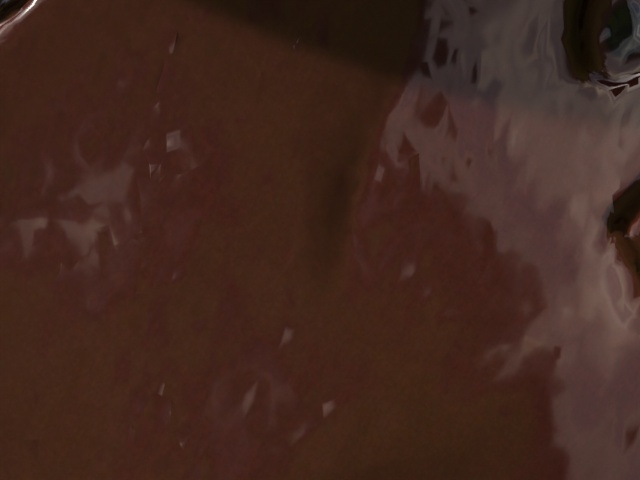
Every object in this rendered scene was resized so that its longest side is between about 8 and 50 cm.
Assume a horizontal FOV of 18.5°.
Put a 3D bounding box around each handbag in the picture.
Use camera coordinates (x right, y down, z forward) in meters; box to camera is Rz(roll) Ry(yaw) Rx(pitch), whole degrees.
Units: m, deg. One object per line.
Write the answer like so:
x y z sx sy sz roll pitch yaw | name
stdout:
0.001 0.000 0.543 0.275 0.084 0.260 -44 -63 -19 | handbag
